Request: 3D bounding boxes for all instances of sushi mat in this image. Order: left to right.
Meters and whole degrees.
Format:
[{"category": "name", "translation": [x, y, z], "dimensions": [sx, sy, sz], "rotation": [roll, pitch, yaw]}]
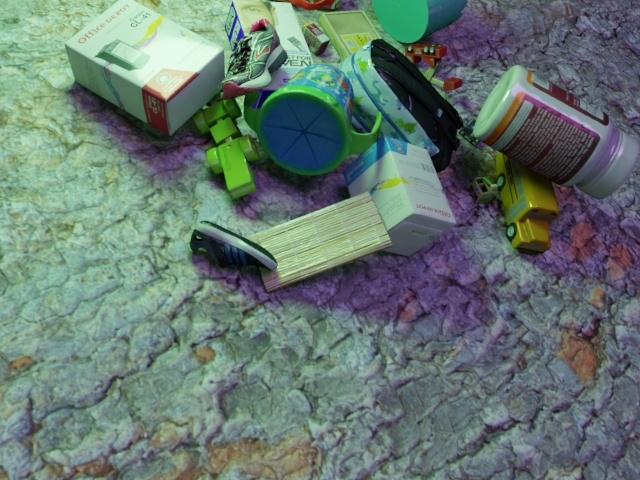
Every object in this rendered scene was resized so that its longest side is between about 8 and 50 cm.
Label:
[{"category": "sushi mat", "translation": [0.000, 0.000, 1.537], "dimensions": [0.316, 0.019, 0.152], "rotation": [-21, 65, -6]}]

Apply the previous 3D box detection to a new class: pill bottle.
[{"category": "pill bottle", "translation": [0.637, -0.285, 1.792], "dimensions": [0.392, 0.224, 0.224], "rotation": [29, 52, -3]}]

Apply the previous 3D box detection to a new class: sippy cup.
[{"category": "sippy cup", "translation": [-0.017, -0.317, 1.635], "dimensions": [0.305, 0.240, 0.224], "rotation": [40, 40, -18]}]

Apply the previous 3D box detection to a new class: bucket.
[{"category": "bucket", "translation": [0.307, -0.780, 2.108], "dimensions": [0.183, 0.281, 0.281], "rotation": [-37, 78, -26]}]

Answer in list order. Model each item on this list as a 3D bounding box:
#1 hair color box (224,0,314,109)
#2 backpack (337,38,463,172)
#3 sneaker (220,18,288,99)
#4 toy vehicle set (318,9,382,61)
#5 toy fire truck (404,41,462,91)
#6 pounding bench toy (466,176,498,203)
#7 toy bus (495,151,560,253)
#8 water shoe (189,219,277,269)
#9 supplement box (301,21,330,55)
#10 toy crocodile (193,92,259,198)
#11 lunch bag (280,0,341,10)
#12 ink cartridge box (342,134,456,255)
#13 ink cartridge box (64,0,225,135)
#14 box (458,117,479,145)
[{"category": "hair color box", "translation": [-0.132, -0.511, 1.839], "dimensions": [0.185, 0.110, 0.339], "rotation": [-6, 60, -26]}, {"category": "backpack", "translation": [0.197, -0.372, 1.802], "dimensions": [0.356, 0.273, 0.290], "rotation": [52, 38, -31]}, {"category": "sneaker", "translation": [-0.177, -0.434, 1.601], "dimensions": [0.299, 0.120, 0.112], "rotation": [-70, 143, -50]}, {"category": "toy vehicle set", "translation": [0.123, -0.607, 2.059], "dimensions": [0.165, 0.035, 0.267], "rotation": [-15, 66, -31]}, {"category": "toy fire truck", "translation": [0.353, -0.548, 2.084], "dimensions": [0.192, 0.135, 0.047], "rotation": [20, 39, 42]}, {"category": "pounding bench toy", "translation": [0.467, -0.155, 1.886], "dimensions": [0.052, 0.083, 0.065], "rotation": [-7, 63, -27]}, {"category": "toy bus", "translation": [0.594, -0.133, 1.898], "dimensions": [0.108, 0.130, 0.333], "rotation": [10, 55, -18]}, {"category": "water shoe", "translation": [-0.195, 0.029, 1.484], "dimensions": [0.203, 0.080, 0.073], "rotation": [28, 8, -3]}, {"category": "supplement box", "translation": [-0.019, -0.605, 1.982], "dimensions": [0.083, 0.055, 0.043], "rotation": [47, 52, 9]}, {"category": "toy crocodile", "translation": [-0.226, -0.252, 1.634], "dimensions": [0.115, 0.105, 0.341], "rotation": [-25, 65, 8]}, {"category": "lunch bag", "translation": [-0.062, -0.834, 2.082], "dimensions": [0.293, 0.120, 0.258], "rotation": [-1, 63, -23]}, {"category": "ink cartridge box", "translation": [0.194, -0.107, 1.654], "dimensions": [0.171, 0.168, 0.233], "rotation": [11, 52, -42]}, {"category": "ink cartridge box", "translation": [-0.413, -0.420, 1.585], "dimensions": [0.306, 0.131, 0.226], "rotation": [31, 60, 11]}, {"category": "box", "translation": [0.473, -0.336, 2.049], "dimensions": [0.067, 0.018, 0.083], "rotation": [42, 52, 7]}]
